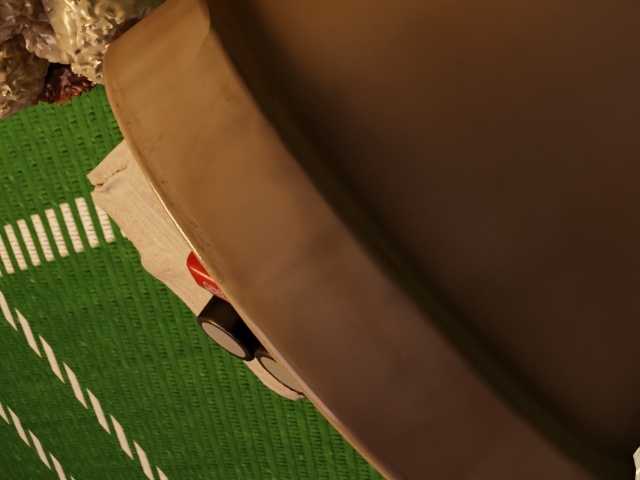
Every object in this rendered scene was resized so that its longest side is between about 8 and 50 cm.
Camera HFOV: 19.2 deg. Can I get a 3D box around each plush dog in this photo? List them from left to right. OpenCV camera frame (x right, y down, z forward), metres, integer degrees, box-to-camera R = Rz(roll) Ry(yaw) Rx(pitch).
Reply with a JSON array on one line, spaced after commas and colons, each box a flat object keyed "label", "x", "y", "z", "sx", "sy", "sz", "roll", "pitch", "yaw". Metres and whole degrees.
[{"label": "plush dog", "x": -0.268, "y": -0.169, "z": 1.449, "sx": 0.225, "sy": 0.262, "sz": 0.210, "roll": 119, "pitch": 137, "yaw": -54}]

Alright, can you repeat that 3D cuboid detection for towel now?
[{"label": "towel", "x": -0.079, "y": 0.020, "z": 1.615, "sx": 0.282, "sy": 0.049, "sz": 0.187, "roll": 46, "pitch": 155, "yaw": -5}]

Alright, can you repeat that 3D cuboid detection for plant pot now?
[{"label": "plant pot", "x": 0.108, "y": -0.056, "z": 0.888, "sx": 0.323, "sy": 0.280, "sz": 0.323, "roll": 48, "pitch": -168, "yaw": -13}]

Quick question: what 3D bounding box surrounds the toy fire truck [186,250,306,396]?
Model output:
[{"label": "toy fire truck", "x": 0.000, "y": 0.000, "z": 1.386, "sx": 0.217, "sy": 0.158, "sz": 0.246, "roll": 29, "pitch": 161, "yaw": 29}]

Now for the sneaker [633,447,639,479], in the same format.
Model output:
[{"label": "sneaker", "x": 0.245, "y": 0.121, "z": 1.138, "sx": 0.366, "sy": 0.135, "sz": 0.150, "roll": 14, "pitch": -176, "yaw": 33}]
